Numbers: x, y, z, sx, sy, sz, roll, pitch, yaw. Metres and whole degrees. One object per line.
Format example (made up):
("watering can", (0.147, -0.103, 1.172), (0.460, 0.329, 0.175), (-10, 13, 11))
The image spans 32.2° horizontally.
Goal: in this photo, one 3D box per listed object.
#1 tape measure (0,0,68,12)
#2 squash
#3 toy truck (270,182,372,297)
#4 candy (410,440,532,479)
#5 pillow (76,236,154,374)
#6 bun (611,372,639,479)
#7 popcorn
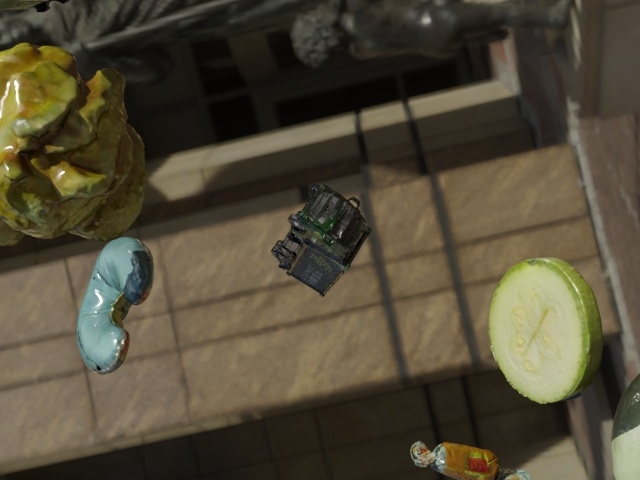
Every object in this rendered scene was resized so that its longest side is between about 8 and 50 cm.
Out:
("tape measure", (-0.419, -0.398, 1.444), (0.235, 0.115, 0.207), (-89, -26, -78))
("squash", (0.331, 0.133, 1.654), (0.219, 0.041, 0.219), (16, 110, 55))
("toy truck", (0.000, 0.000, 1.781), (0.088, 0.121, 0.259), (-57, 0, -20))
("candy", (0.214, 0.325, 1.594), (0.046, 0.182, 0.053), (110, 173, -46))
("pillow", (-0.340, 0.108, 1.833), (0.233, 0.086, 0.214), (-67, 26, 8))
("bun", (0.590, 0.318, 1.720), (0.179, 0.283, 0.283), (-1, 104, 57))
("popcorn", (-0.373, -0.124, 1.589), (0.326, 0.290, 0.321), (52, -123, -21))
